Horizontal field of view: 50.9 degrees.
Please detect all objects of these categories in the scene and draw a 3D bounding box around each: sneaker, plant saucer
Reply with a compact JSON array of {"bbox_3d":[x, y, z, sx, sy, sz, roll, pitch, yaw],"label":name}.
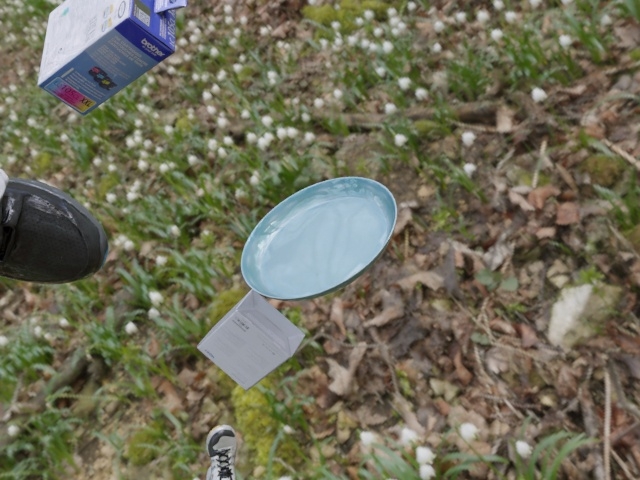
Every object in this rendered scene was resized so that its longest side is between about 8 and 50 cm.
[{"bbox_3d":[-0.093,0.219,0.653,0.031,0.083,0.037,-6,27,-20],"label":"sneaker"},{"bbox_3d":[-0.401,-0.017,0.715,0.125,0.340,0.140,-64,21,16],"label":"sneaker"},{"bbox_3d":[0.000,0.000,1.268,0.317,0.044,0.318,-19,38,16],"label":"plant saucer"}]

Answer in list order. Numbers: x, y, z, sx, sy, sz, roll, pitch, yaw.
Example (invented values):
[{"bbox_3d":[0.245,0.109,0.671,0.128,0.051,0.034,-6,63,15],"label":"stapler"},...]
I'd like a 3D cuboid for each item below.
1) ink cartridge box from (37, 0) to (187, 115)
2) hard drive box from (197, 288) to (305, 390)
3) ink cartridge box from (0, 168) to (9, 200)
[{"bbox_3d":[-0.495,-0.523,1.640,0.395,0.151,0.270,-25,54,29],"label":"ink cartridge box"},{"bbox_3d":[-0.181,0.257,1.711,0.232,0.181,0.089,-42,8,42],"label":"hard drive box"},{"bbox_3d":[-0.327,0.069,0.444,0.273,0.114,0.197,-36,38,42],"label":"ink cartridge box"}]
